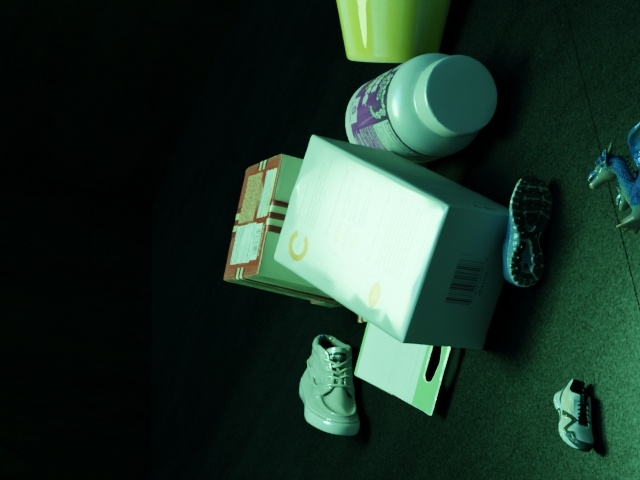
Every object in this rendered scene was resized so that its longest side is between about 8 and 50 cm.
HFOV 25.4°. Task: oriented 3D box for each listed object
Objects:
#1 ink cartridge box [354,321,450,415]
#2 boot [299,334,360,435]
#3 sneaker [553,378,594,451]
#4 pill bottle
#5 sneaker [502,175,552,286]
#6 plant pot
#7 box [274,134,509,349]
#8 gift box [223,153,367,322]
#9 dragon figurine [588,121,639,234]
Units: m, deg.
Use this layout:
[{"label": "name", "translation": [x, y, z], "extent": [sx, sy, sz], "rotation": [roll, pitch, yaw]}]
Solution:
[{"label": "ink cartridge box", "translation": [0.152, 0.170, 2.269], "extent": [0.235, 0.056, 0.171], "rotation": [22, 98, 56]}, {"label": "boot", "translation": [0.018, 0.250, 2.527], "extent": [0.258, 0.095, 0.123], "rotation": [-134, 53, -70]}, {"label": "sneaker", "translation": [0.319, 0.217, 1.768], "extent": [0.109, 0.040, 0.043], "rotation": [-100, 32, -50]}, {"label": "pill bottle", "translation": [0.166, -0.213, 2.318], "extent": [0.301, 0.169, 0.169], "rotation": [165, 117, -69]}, {"label": "sneaker", "translation": [0.281, -0.013, 2.012], "extent": [0.073, 0.063, 0.162], "rotation": [160, 122, -72]}, {"label": "plant pot", "translation": [0.130, -0.437, 2.510], "extent": [0.254, 0.254, 0.238], "rotation": [-147, 56, -71]}, {"label": "box", "translation": [0.113, -0.001, 2.155], "extent": [0.345, 0.168, 0.215], "rotation": [32, 109, 48]}, {"label": "gift box", "translation": [0.000, 0.000, 2.508], "extent": [0.276, 0.258, 0.255], "rotation": [-177, 100, -70]}, {"label": "dragon figurine", "translation": [0.408, -0.096, 1.661], "extent": [0.289, 0.085, 0.144], "rotation": [127, 150, -52]}]
